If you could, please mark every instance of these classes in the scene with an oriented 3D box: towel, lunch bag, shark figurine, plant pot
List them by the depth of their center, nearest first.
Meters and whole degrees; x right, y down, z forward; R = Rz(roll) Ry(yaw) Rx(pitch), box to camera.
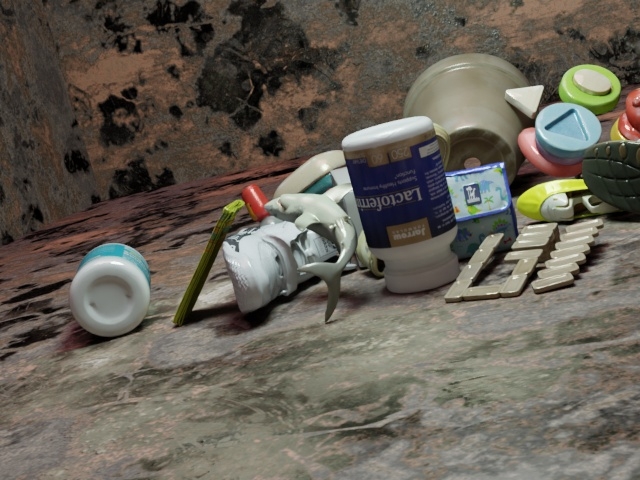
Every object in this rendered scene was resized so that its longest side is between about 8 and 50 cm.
[{"bbox_3d":[0.023,0.007,1.544,0.166,0.116,0.278,-20,37,-7],"label":"shark figurine"},{"bbox_3d":[0.269,-0.053,1.603,0.129,0.151,0.096,-12,19,10],"label":"lunch bag"},{"bbox_3d":[-0.198,0.038,1.663,0.021,0.237,0.102,28,15,4],"label":"towel"},{"bbox_3d":[0.343,-0.227,2.103,0.323,0.323,0.280,-12,28,13],"label":"plant pot"}]

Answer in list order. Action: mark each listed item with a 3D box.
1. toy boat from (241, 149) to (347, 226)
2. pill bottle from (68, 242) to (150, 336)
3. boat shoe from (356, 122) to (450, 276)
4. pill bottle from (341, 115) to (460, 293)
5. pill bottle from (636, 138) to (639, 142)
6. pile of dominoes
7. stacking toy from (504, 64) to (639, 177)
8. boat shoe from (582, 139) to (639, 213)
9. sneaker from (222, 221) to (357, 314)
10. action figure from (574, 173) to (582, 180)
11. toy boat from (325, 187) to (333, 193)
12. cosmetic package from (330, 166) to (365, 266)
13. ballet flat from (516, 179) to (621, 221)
[{"bbox_3d":[-0.052,-0.092,2.257,0.318,0.148,0.267,-23,-11,-45],"label":"toy boat"},{"bbox_3d":[-0.400,0.086,1.788,0.146,0.146,0.264,-16,12,-7],"label":"pill bottle"},{"bbox_3d":[0.158,-0.069,1.642,0.104,0.285,0.089,19,11,-17],"label":"boat shoe"},{"bbox_3d":[0.138,-0.057,1.512,0.153,0.265,0.153,-15,11,3],"label":"pill bottle"},{"bbox_3d":[0.706,-0.180,1.835,0.169,0.094,0.094,-20,13,-26],"label":"pill bottle"},{"bbox_3d":[0.325,0.041,1.442,0.196,0.040,0.251,-7,22,32],"label":"pile of dominoes"},{"bbox_3d":[0.552,-0.285,1.920,0.309,0.130,0.279,-16,55,-11],"label":"stacking toy"},{"bbox_3d":[0.600,-0.104,1.548,0.324,0.123,0.120,15,20,43],"label":"boat shoe"},{"bbox_3d":[-0.052,0.024,1.674,0.210,0.137,0.366,-16,8,4],"label":"sneaker"},{"bbox_3d":[0.657,-0.180,1.978,0.232,0.063,0.137,-19,9,-2],"label":"action figure"},{"bbox_3d":[0.120,-0.138,2.153,0.231,0.151,0.151,-11,-11,14],"label":"toy boat"},{"bbox_3d":[0.137,-0.074,1.879,0.197,0.155,0.365,-13,10,1],"label":"cosmetic package"},{"bbox_3d":[0.469,-0.071,1.674,0.231,0.077,0.077,-9,31,17],"label":"ballet flat"}]
